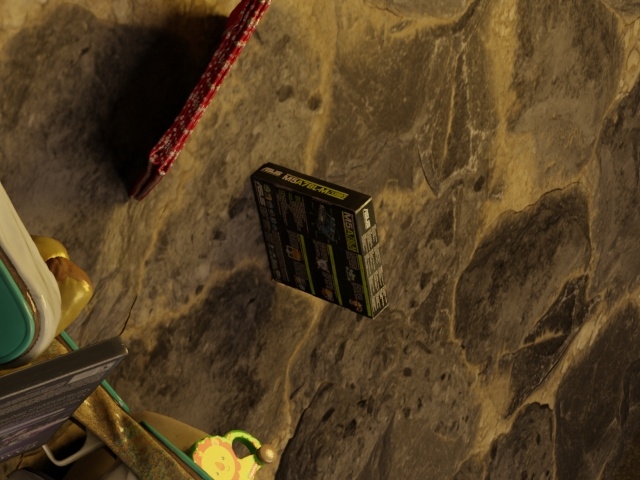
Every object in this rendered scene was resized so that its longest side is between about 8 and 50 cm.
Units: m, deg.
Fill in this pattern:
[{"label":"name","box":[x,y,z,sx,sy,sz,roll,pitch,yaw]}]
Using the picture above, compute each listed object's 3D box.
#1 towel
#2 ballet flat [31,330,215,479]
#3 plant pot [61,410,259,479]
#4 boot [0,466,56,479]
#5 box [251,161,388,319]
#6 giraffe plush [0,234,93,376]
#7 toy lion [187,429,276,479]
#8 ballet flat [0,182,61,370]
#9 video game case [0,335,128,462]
[{"label":"towel","box":[-0.142,-0.179,1.610,0.275,0.031,0.199,-61,-171,-14]},{"label":"ballet flat","box":[-0.237,0.231,1.529,0.123,0.348,0.123,-45,168,-12]},{"label":"plant pot","box":[-0.228,0.390,1.652,0.305,0.333,0.334,-64,148,-31]},{"label":"boot","box":[-0.446,0.319,1.426,0.223,0.338,0.118,-93,-153,-45]},{"label":"box","box":[0.000,0.000,1.865,0.045,0.184,0.191,-44,138,-36]},{"label":"giraffe plush","box":[-0.366,0.065,1.396,0.170,0.181,0.210,39,58,-43]},{"label":"toy lion","box":[-0.110,0.264,1.610,0.096,0.034,0.100,40,45,-12]},{"label":"ballet flat","box":[-0.365,-0.064,1.288,0.139,0.139,0.400,-33,97,-43]},{"label":"video game case","box":[-0.321,0.182,1.338,0.196,0.026,0.274,-18,165,-36]}]
